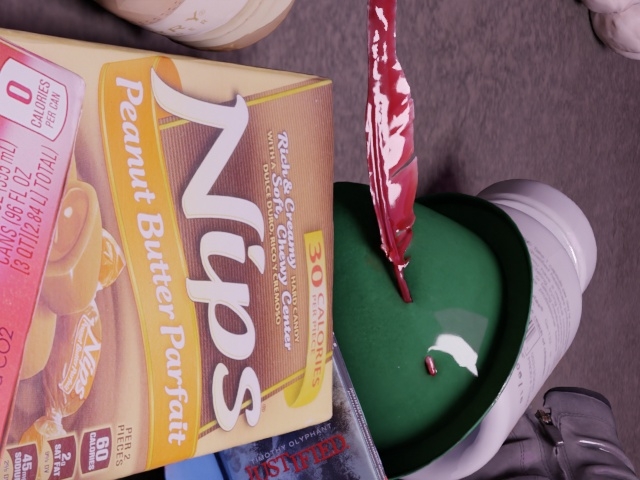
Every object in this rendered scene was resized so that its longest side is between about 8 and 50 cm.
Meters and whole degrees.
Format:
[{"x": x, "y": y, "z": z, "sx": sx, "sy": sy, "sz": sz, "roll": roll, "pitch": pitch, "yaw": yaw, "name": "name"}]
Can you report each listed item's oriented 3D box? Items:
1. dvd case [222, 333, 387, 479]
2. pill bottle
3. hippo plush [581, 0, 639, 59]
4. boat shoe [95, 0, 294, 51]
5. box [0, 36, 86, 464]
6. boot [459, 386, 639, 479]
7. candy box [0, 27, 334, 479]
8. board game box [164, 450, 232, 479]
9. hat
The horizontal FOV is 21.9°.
[{"x": -0.009, "y": 0.120, "z": 0.881, "sx": 0.013, "sy": 0.087, "sz": 0.119, "roll": 7, "pitch": 60, "yaw": -59, "name": "dvd case"}, {"x": 0.098, "y": 0.048, "z": 1.083, "sx": 0.229, "sy": 0.131, "sz": 0.131, "roll": -43, "pitch": 129, "yaw": -54, "name": "pill bottle"}, {"x": 0.368, "y": -0.286, "z": 1.464, "sx": 0.294, "sy": 0.237, "sz": 0.234, "roll": -49, "pitch": 134, "yaw": -50, "name": "hippo plush"}, {"x": -0.046, "y": -0.265, "z": 0.781, "sx": 0.110, "sy": 0.122, "sz": 0.341, "roll": 9, "pitch": 85, "yaw": -64, "name": "boat shoe"}, {"x": -0.189, "y": 0.073, "z": 0.440, "sx": 0.154, "sy": 0.142, "sz": 0.300, "roll": 25, "pitch": 62, "yaw": -34, "name": "box"}, {"x": 0.102, "y": 0.198, "z": 1.055, "sx": 0.338, "sy": 0.222, "sz": 0.118, "roll": 3, "pitch": 127, "yaw": -39, "name": "boot"}, {"x": -0.099, "y": 0.008, "z": 0.740, "sx": 0.316, "sy": 0.088, "sz": 0.183, "roll": -3, "pitch": 94, "yaw": -63, "name": "candy box"}, {"x": -0.052, "y": 0.179, "z": 0.877, "sx": 0.168, "sy": 0.033, "sz": 0.133, "roll": 66, "pitch": 11, "yaw": 10, "name": "board game box"}, {"x": 0.000, "y": 0.000, "z": 0.887, "sx": 0.183, "sy": 0.173, "sz": 0.208, "roll": 40, "pitch": 53, "yaw": -42, "name": "hat"}]
